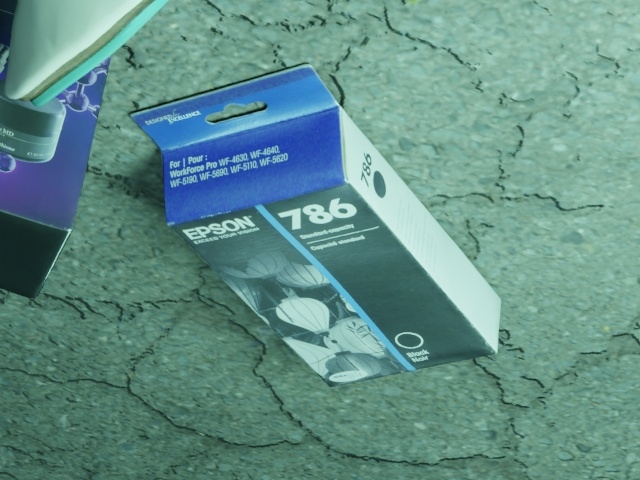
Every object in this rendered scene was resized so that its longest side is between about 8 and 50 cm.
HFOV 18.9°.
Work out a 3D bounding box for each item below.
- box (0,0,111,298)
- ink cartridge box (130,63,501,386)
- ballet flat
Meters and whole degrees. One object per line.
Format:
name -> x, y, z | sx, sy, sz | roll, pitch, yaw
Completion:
box -> -0.291, -0.094, 1.329 | 0.261, 0.184, 0.103 | 18, 142, -15
ink cartridge box -> 0.000, 0.000, 1.517 | 0.165, 0.065, 0.332 | -14, 139, 28
ballet flat -> -0.089, -0.226, 1.173 | 0.139, 0.139, 0.400 | 32, 134, -32
